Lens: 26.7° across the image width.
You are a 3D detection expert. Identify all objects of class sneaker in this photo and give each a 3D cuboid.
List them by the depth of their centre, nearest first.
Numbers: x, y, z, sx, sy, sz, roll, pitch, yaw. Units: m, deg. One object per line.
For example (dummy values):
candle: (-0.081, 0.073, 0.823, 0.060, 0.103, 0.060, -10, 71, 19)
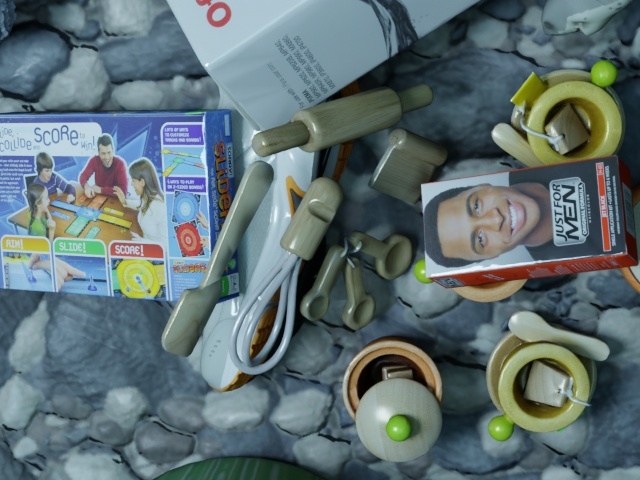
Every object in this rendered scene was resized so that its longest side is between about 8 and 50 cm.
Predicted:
sneaker: (-0.059, -0.019, 1.011, 0.121, 0.099, 0.262, 20, 100, 18)

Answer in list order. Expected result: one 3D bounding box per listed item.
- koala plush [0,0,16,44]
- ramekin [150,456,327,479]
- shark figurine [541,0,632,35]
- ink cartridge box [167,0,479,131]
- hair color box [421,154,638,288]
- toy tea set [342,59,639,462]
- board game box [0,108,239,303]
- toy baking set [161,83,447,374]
koala plush: (-0.325, -0.234, 0.942, 0.203, 0.196, 0.221, -6, 98, -8)
ramekin: (-0.066, 0.312, 1.021, 0.304, 0.148, 0.303, 0, 98, 2)
shark figurine: (0.256, -0.256, 0.921, 0.278, 0.166, 0.116, -35, 85, 6)
ink cartridge box: (0.014, -0.231, 0.914, 0.273, 0.114, 0.197, -33, 62, 7)
hair color box: (0.144, -0.011, 0.936, 0.141, 0.043, 0.072, -9, 75, 23)
toy tea set: (0.161, 0.042, 0.982, 0.200, 0.124, 0.336, 35, 98, -3)
board game box: (-0.155, -0.028, 0.988, 0.201, 0.035, 0.136, 3, 100, 30)
toy baking set: (0.001, -0.007, 0.946, 0.030, 0.256, 0.196, 26, 121, 40)
